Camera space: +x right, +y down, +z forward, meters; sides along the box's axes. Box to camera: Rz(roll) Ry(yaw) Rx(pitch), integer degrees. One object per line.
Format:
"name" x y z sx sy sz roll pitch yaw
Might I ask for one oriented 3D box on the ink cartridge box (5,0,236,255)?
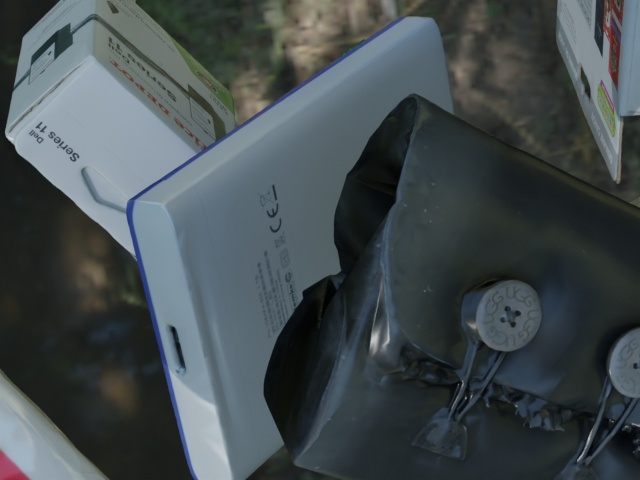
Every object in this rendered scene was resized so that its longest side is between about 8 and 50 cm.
"ink cartridge box" -0.137 -0.089 1.296 0.087 0.208 0.153 -41 112 13

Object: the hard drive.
"hard drive" 0.000 0.000 1.255 0.040 0.319 0.210 7 120 35

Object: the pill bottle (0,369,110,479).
"pill bottle" -0.249 0.209 0.930 0.176 0.318 0.176 43 170 10

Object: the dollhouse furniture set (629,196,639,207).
"dollhouse furniture set" 0.333 0.084 1.695 0.242 0.161 0.212 51 162 35

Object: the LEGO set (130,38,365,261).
"LEGO set" -0.022 -0.026 1.767 0.192 0.331 0.255 52 131 -2

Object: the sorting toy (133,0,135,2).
"sorting toy" -0.180 -0.210 1.458 0.045 0.075 0.083 18 84 28

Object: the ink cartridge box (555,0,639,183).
"ink cartridge box" 0.299 -0.235 1.595 0.309 0.130 0.271 -96 6 -59

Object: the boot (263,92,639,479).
"boot" 0.230 0.016 1.049 0.146 0.445 0.367 -172 102 -79
